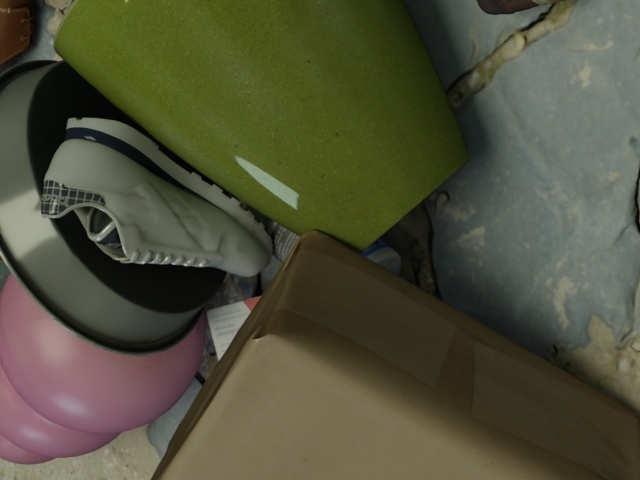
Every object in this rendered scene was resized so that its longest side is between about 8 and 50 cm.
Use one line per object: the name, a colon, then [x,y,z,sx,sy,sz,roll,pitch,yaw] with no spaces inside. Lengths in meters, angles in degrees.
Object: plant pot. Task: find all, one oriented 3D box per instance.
plant pot: [-0.021,-0.135,1.247,0.293,0.275,0.275,49,127,0]

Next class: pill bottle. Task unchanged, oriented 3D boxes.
pill bottle: [0.000,0.000,1.347,0.137,0.078,0.078,42,122,25]

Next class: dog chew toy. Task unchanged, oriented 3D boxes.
dog chew toy: [-0.256,0.124,1.513,0.332,0.206,0.207,-41,73,45]

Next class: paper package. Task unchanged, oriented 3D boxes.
paper package: [0.044,0.206,1.213,0.325,0.168,0.309,30,122,-4]

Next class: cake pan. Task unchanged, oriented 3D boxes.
cake pan: [-0.185,-0.041,1.355,0.054,0.293,0.293,-26,82,32]

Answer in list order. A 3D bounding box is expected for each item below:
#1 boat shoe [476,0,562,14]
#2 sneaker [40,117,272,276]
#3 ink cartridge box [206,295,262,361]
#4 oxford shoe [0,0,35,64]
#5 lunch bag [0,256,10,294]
boat shoe: [0.120,-0.313,1.173,0.092,0.103,0.285,-17,94,35]
sneaker: [-0.140,-0.014,1.282,0.090,0.235,0.095,-6,60,47]
ink cartridge box: [-0.024,0.145,1.403,0.115,0.067,0.198,-17,88,40]
oxford shoe: [-0.327,-0.244,1.587,0.076,0.076,0.212,35,121,-6]
lunch bag: [-0.434,0.066,1.667,0.223,0.160,0.262,18,104,35]
